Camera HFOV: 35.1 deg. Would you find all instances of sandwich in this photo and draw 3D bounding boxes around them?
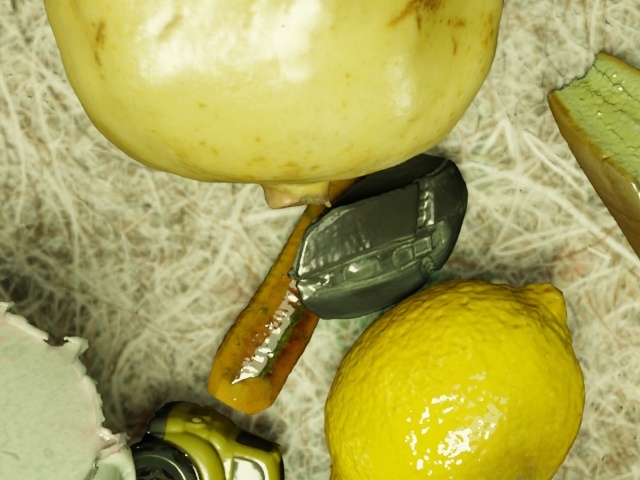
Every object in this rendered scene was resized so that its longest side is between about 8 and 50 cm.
[{"bbox_3d":[0.297,-0.040,0.860,0.094,0.096,0.258,-38,98,-7],"label":"sandwich"}]

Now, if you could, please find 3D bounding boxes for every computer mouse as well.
[{"bbox_3d":[0.061,-0.003,0.818,0.192,0.062,0.106,-32,127,-32],"label":"computer mouse"}]

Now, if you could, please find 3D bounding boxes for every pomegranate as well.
[{"bbox_3d":[-0.040,-0.176,0.713,0.332,0.332,0.333,0,93,-5],"label":"pomegranate"}]

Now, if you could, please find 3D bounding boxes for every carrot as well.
[{"bbox_3d":[0.000,0.000,0.853,0.066,0.066,0.314,29,87,-6],"label":"carrot"}]

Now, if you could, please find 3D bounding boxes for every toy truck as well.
[{"bbox_3d":[-0.080,0.244,0.807,0.165,0.147,0.224,2,90,3],"label":"toy truck"}]

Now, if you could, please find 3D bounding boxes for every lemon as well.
[{"bbox_3d":[0.104,0.135,0.804,0.188,0.188,0.257,41,96,-6],"label":"lemon"}]

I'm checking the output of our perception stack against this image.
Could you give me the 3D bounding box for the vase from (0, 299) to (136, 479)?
[{"bbox_3d":[-0.262,0.267,0.682,0.249,0.250,0.445,12,126,-5],"label":"vase"}]
